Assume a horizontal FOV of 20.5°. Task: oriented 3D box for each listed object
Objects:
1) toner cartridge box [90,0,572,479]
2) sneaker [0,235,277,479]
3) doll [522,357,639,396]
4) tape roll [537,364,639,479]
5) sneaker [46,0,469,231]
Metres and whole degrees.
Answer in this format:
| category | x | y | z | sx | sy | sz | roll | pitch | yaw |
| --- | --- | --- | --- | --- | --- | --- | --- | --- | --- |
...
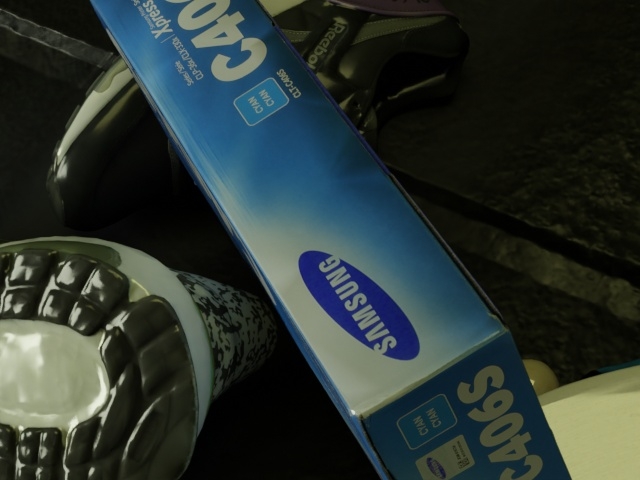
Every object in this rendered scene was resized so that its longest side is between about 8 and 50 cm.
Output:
| category | x | y | z | sx | sy | sz | roll | pitch | yaw |
| --- | --- | --- | --- | --- | --- | --- | --- | --- | --- |
| toner cartridge box | 0.000 | 0.000 | 0.869 | 0.075 | 0.165 | 0.348 | -32 | 45 | -3 |
| sneaker | -0.203 | 0.056 | 0.996 | 0.410 | 0.182 | 0.158 | 9 | 98 | 29 |
| doll | 0.173 | 0.118 | 0.945 | 0.189 | 0.046 | 0.129 | 31 | 61 | 25 |
| tape roll | 0.186 | 0.239 | 0.809 | 0.392 | 0.072 | 0.392 | -4 | 60 | 7 |
| sneaker | -0.030 | -0.081 | 1.081 | 0.283 | 0.107 | 0.124 | -37 | 64 | -20 |
